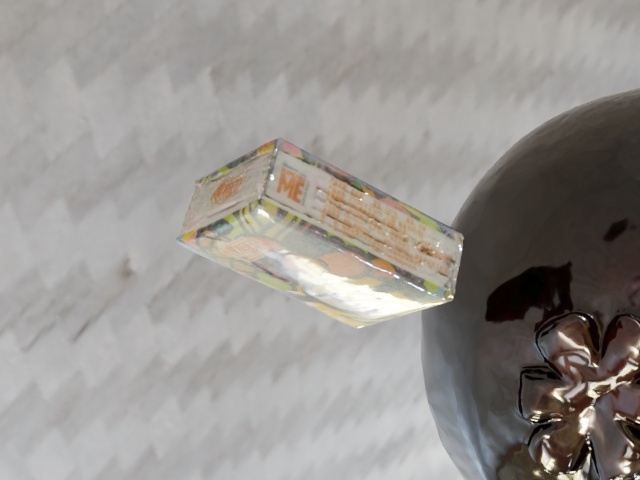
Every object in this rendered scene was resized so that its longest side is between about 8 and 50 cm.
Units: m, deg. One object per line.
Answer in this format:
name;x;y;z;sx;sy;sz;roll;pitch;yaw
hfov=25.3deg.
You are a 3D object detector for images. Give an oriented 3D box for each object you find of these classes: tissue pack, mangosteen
tissue pack;0.000;0.000;0.894;0.148;0.109;0.060;26;63;-26
mangosteen;0.281;0.062;1.068;0.435;0.382;0.382;-21;137;-57
